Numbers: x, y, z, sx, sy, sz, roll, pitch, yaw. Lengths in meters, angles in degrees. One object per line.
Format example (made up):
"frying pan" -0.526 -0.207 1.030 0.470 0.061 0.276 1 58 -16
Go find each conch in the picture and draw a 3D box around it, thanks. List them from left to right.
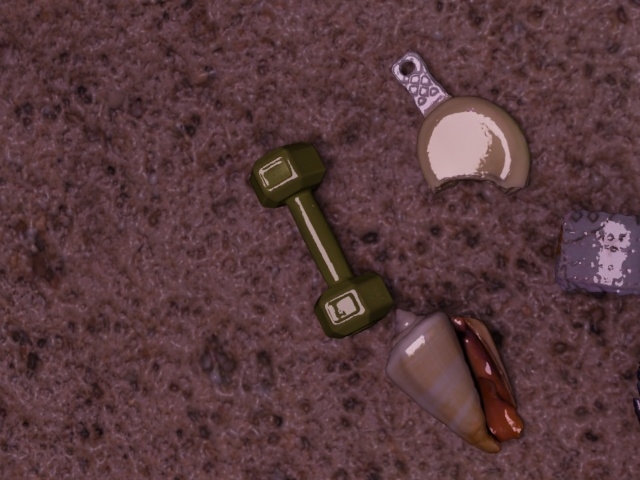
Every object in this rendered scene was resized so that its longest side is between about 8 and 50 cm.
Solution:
"conch" 0.189 0.200 1.859 0.158 0.127 0.255 -34 105 -14

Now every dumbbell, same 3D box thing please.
"dumbbell" 0.000 0.000 1.901 0.121 0.108 0.302 -28 83 15

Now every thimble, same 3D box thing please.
"thimble" 0.409 0.019 1.767 0.151 0.127 0.118 7 92 22

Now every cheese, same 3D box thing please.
"cheese" 0.210 -0.177 1.854 0.163 0.071 0.249 -17 85 17

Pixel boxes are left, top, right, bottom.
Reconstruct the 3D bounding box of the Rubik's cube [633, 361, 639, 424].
"Rubik's cube" 0.595 0.264 1.620 0.307 0.310 0.305 -15 86 19
